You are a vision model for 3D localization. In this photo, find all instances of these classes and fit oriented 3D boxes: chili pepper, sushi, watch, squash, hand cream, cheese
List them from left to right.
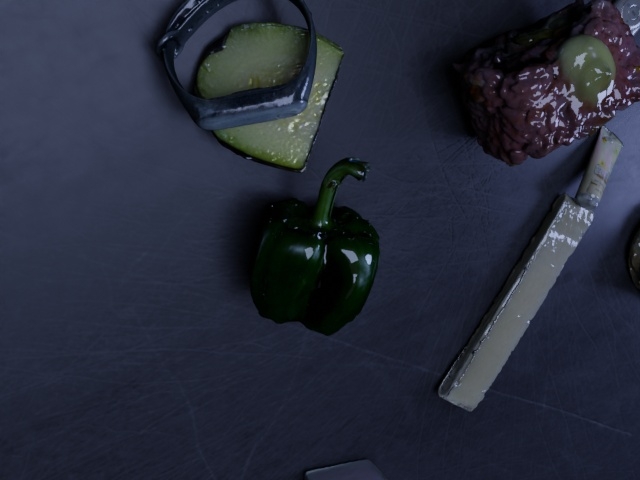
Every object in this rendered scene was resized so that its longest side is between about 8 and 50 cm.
[{"bbox_3d":[-0.107,-0.245,1.123,0.206,0.068,0.193,-11,83,0],"label":"watch"},{"bbox_3d":[-0.075,-0.201,1.193,0.184,0.085,0.191,20,90,4],"label":"squash"},{"bbox_3d":[0.000,0.000,1.224,0.174,0.165,0.261,14,103,-7],"label":"chili pepper"},{"bbox_3d":[0.331,0.107,1.459,0.085,0.034,0.400,32,92,-26],"label":"cheese"},{"bbox_3d":[0.338,-0.237,1.257,0.270,0.236,0.170,-29,106,-8],"label":"sushi"},{"bbox_3d":[0.462,-0.116,1.437,0.061,0.039,0.143,33,73,-24],"label":"hand cream"}]

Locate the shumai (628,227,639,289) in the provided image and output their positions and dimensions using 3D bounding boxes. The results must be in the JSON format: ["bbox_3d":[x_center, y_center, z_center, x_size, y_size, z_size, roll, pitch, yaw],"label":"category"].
[{"bbox_3d":[0.638,0.034,1.517,0.201,0.120,0.201,-5,108,-17],"label":"shumai"}]

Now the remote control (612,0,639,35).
[{"bbox_3d":[0.508,-0.378,1.392,0.067,0.029,0.261,42,87,-26],"label":"remote control"}]

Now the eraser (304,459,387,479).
[{"bbox_3d":[0.037,0.514,1.430,0.130,0.086,0.287,-6,107,-20],"label":"eraser"}]
